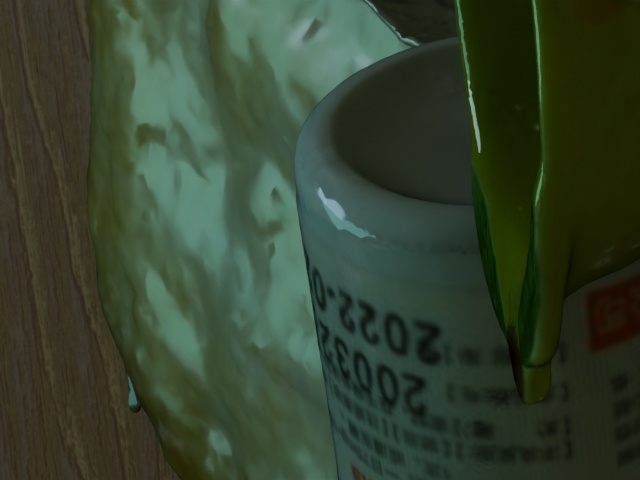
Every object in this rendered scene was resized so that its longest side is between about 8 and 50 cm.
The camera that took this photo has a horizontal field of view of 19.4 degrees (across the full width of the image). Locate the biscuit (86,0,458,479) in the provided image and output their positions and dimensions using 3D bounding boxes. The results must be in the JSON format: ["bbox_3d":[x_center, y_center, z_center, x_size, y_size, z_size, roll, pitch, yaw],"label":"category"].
[{"bbox_3d":[0.001,0.000,1.007,0.429,0.104,0.446,37,134,41],"label":"biscuit"}]

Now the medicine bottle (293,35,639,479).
[{"bbox_3d":[0.072,0.063,0.661,0.144,0.144,0.252,-92,-4,-55],"label":"medicine bottle"}]

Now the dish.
[{"bbox_3d":[0.080,-0.063,0.483,0.149,0.080,0.208,-102,6,-80],"label":"dish"}]
